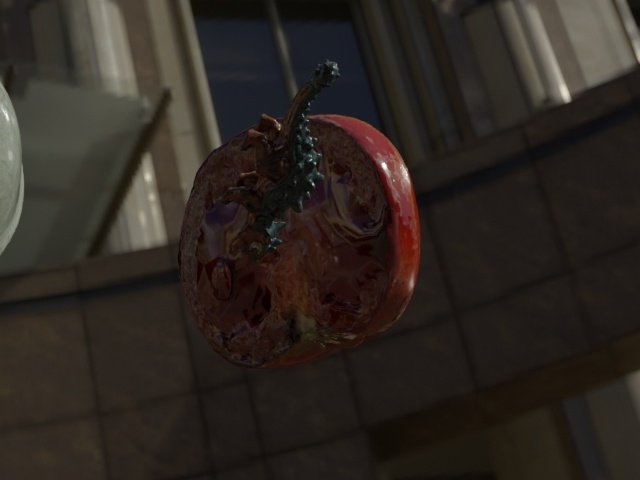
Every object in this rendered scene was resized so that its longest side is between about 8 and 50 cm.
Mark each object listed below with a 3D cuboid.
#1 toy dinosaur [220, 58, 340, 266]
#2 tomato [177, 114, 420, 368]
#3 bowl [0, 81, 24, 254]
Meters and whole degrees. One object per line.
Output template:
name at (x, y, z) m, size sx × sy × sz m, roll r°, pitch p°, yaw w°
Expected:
toy dinosaur at (-0.025, -0.049, 1.057) m, size 0.055 × 0.049 × 0.154 m, roll 28°, pitch -64°, yaw 5°
tomato at (0.000, 0.000, 1.399) m, size 0.233 × 0.200 × 0.140 m, roll -18°, pitch -12°, yaw 34°
bowl at (-0.401, -0.113, 1.615) m, size 0.313 × 0.313 × 0.146 m, roll 10°, pitch -30°, yaw -34°
